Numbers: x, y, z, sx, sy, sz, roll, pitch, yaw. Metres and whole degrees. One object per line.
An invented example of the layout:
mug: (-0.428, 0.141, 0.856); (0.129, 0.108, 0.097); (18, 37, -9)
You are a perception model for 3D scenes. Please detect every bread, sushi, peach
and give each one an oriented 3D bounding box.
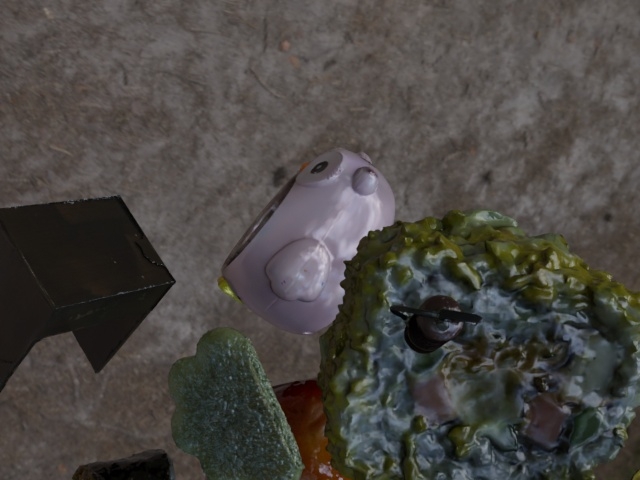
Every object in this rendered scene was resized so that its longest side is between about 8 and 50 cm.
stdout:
bread: (-0.154, 0.291, 1.339); (0.286, 0.207, 0.056); (63, 22, 0)
sushi: (-0.345, 0.506, 1.479); (0.208, 0.234, 0.348); (-7, 151, -20)
peach: (-0.034, 0.432, 1.643); (0.406, 0.310, 0.335); (-24, 168, 23)
sushi: (0.200, 0.141, 1.059); (0.397, 0.240, 0.351); (12, 98, -1)

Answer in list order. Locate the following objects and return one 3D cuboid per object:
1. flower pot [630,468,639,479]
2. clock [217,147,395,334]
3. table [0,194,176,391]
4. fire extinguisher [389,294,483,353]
flower pot: (0.392, 0.318, 0.780); (0.195, 0.195, 0.179); (-11, 97, -32)
clock: (0.000, 0.000, 1.698); (0.250, 0.368, 0.376); (38, 100, -8)
table: (-0.440, 0.097, 1.371); (0.282, 0.196, 0.251); (-48, 161, 31)
fire extinguisher: (0.102, 0.079, 0.800); (0.078, 0.157, 0.045); (11, 78, 2)
